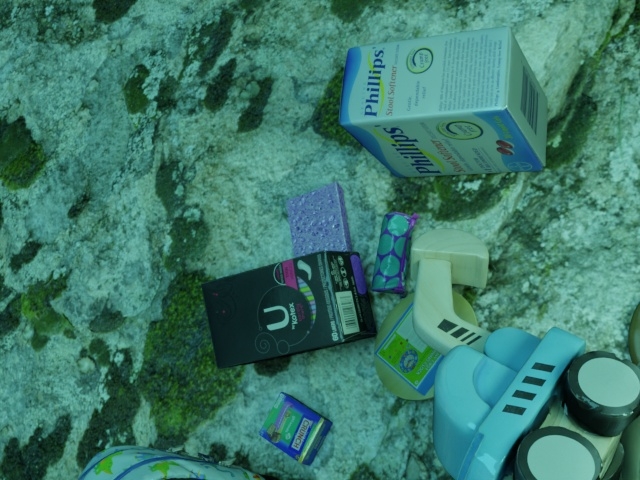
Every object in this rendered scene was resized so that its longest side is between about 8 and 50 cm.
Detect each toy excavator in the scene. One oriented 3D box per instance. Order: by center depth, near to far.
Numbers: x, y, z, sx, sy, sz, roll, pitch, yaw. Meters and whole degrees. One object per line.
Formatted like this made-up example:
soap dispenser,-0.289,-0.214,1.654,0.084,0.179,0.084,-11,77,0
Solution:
toy excavator,0.247,0.192,1.284,0.445,0.222,0.433,26,52,26

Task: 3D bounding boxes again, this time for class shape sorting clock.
shape sorting clock,0.182,0.178,1.502,0.206,0.040,0.206,-25,46,30

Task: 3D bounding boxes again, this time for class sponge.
sponge,0.000,0.000,1.678,0.117,0.031,0.210,-18,67,23

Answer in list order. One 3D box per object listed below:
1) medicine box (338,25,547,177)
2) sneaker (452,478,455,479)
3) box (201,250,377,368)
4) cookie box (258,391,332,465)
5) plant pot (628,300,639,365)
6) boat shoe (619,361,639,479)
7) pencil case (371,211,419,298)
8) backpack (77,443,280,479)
medicine box,0.219,-0.225,1.499,0.289,0.263,0.149,-2,72,28
sneaker,0.219,0.482,1.307,0.134,0.146,0.344,16,91,28
box,-0.059,0.125,1.575,0.270,0.143,0.165,-16,81,27
cookie box,-0.046,0.342,1.583,0.107,0.040,0.092,26,86,31
plant pot,0.587,0.149,1.314,0.236,0.032,0.237,-9,70,26
boat shoe,0.488,0.329,1.242,0.096,0.117,0.325,12,67,1
pencil case,0.136,0.025,1.578,0.070,0.064,0.152,-3,72,44
backpack,-0.256,0.485,1.464,0.273,0.355,0.290,26,88,33
